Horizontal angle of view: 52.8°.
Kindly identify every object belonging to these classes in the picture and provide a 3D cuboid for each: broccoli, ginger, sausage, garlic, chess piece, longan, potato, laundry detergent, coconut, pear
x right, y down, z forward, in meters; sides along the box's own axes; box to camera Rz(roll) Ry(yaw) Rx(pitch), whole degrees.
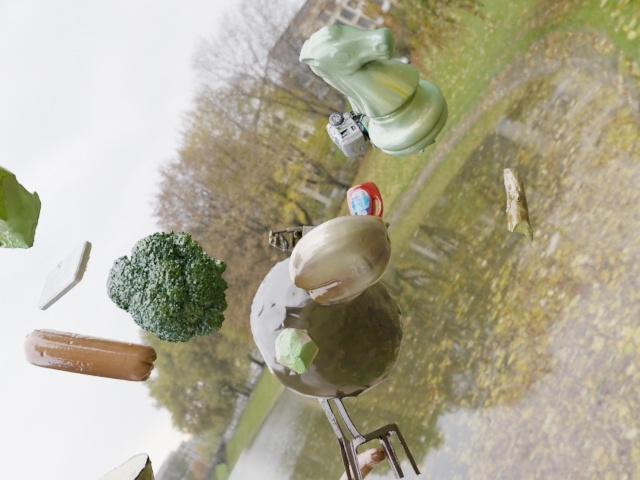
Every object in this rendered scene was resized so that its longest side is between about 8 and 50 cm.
[{"bbox_3d":[-0.309,0.092,1.345,0.241,0.261,0.269,-63,-12,-66],"label":"broccoli"},{"bbox_3d":[0.350,-0.061,1.151,0.057,0.044,0.137,-29,-69,-45],"label":"ginger"},{"bbox_3d":[-0.496,0.247,1.386,0.086,0.289,0.086,8,-90,-87],"label":"sausage"},{"bbox_3d":[0.102,0.739,1.992,0.304,0.078,0.078,-59,0,22],"label":"sausage"},{"bbox_3d":[0.051,0.046,1.317,0.228,0.217,0.110,-42,44,14],"label":"garlic"},{"bbox_3d":[0.106,-0.308,1.243,0.176,0.298,0.175,-27,44,29],"label":"chess piece"},{"bbox_3d":[0.007,0.226,1.750,0.404,0.436,0.404,-33,45,40],"label":"longan"},{"bbox_3d":[-0.336,0.460,1.049,0.182,0.117,0.202,-30,10,42],"label":"potato"},{"bbox_3d":[0.133,-0.075,1.787,0.097,0.165,0.049,-22,-15,23],"label":"laundry detergent"},{"bbox_3d":[-0.046,0.206,1.235,0.081,0.082,0.083,-63,0,-29],"label":"coconut"},{"bbox_3d":[-0.878,-0.106,1.635,0.282,0.286,0.176,84,-174,-65],"label":"pear"}]

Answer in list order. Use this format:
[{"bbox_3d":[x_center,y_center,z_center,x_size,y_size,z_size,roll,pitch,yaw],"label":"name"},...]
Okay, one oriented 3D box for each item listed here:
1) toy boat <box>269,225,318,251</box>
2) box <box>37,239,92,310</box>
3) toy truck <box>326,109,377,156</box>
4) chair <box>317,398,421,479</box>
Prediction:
[{"bbox_3d":[0.000,0.000,1.919,0.121,0.321,0.089,25,-112,-73],"label":"toy boat"},{"bbox_3d":[-0.781,0.110,1.969,0.285,0.044,0.142,-31,45,39],"label":"box"},{"bbox_3d":[0.150,-0.333,1.774,0.253,0.124,0.114,-33,-30,0],"label":"toy truck"},{"bbox_3d":[0.121,0.552,1.860,0.183,0.326,0.175,-16,-17,-19],"label":"chair"}]
